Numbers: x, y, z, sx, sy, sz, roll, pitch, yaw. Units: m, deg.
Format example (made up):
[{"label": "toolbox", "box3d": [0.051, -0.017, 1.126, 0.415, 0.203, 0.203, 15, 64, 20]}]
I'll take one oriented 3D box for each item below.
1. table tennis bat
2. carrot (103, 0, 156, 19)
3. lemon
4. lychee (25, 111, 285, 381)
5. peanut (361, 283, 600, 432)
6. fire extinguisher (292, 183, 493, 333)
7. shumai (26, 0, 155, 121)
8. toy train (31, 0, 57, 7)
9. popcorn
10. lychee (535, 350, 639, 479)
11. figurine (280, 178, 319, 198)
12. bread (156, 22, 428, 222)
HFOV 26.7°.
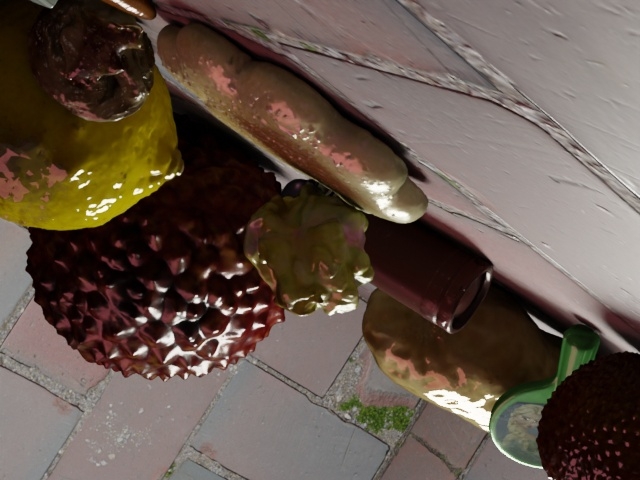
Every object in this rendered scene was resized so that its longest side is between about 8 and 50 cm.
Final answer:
[{"label": "table tennis bat", "box3d": [0.293, 0.198, 1.638, 0.160, 0.039, 0.257, 8, 133, 2]}, {"label": "carrot", "box3d": [-0.187, -0.227, 1.217, 0.035, 0.035, 0.142, 30, 180, 33]}, {"label": "lemon", "box3d": [-0.312, -0.144, 1.565, 0.322, 0.268, 0.268, 36, 176, 2]}, {"label": "lychee", "box3d": [-0.242, 0.015, 2.061, 0.425, 0.424, 0.500, 33, 155, -5]}, {"label": "peanut", "box3d": [0.234, 0.158, 1.750, 0.387, 0.169, 0.192, 28, 148, -10]}, {"label": "fire extinguisher", "box3d": [0.066, 0.008, 1.605, 0.269, 0.104, 0.105, 32, 176, 21]}, {"label": "shumai", "box3d": [-0.245, -0.202, 1.412, 0.139, 0.123, 0.105, 46, 171, 26]}, {"label": "toy train", "box3d": [-0.326, -0.300, 1.259, 0.052, 0.051, 0.234, 25, 173, 37]}, {"label": "popcorn", "box3d": [-0.008, 0.011, 1.349, 0.145, 0.126, 0.125, 59, 171, 41]}, {"label": "lychee", "box3d": [0.330, 0.212, 1.471, 0.194, 0.194, 0.194, 32, 176, 2]}, {"label": "figurine", "box3d": [0.000, 0.000, 1.785, 0.145, 0.145, 0.222, 30, 180, 33]}, {"label": "bread", "box3d": [-0.028, -0.108, 1.301, 0.316, 0.054, 0.316, 34, 177, 2]}]
